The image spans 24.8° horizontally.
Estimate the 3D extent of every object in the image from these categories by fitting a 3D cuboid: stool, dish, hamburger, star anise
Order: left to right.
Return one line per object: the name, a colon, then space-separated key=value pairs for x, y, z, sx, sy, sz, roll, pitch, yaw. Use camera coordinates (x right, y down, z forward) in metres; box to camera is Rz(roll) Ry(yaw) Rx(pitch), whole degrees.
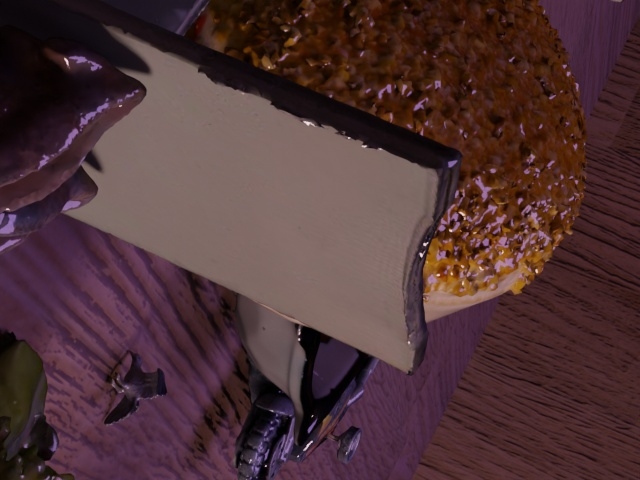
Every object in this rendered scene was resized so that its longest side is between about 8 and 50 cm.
star anise: x=-0.159 y=-0.034 z=0.521 sx=0.212 sy=0.197 sz=0.073 roll=65 pitch=12 yaw=-71
stool: x=-0.019 y=-0.125 z=0.635 sx=0.243 sy=0.270 sz=0.170 roll=-58 pitch=164 yaw=-26
dish: x=0.000 y=0.000 z=1.198 sx=0.303 sy=0.120 sz=0.303 roll=-58 pitch=164 yaw=-28
hamburger: x=0.029 y=-0.084 z=0.856 sx=0.179 sy=0.294 sz=0.276 roll=-42 pitch=-150 yaw=47

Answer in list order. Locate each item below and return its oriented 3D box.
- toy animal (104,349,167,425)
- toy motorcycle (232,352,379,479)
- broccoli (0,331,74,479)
toy animal: x=-0.138 y=0.104 z=1.059 sx=0.028 sy=0.050 sz=0.084 roll=-6 pitch=164 yaw=-39
toy motorcycle: x=-0.007 y=0.133 z=1.427 sx=0.307 sy=0.108 sz=0.173 roll=-35 pitch=141 yaw=-67
broccoli: x=-0.170 y=0.180 z=0.769 sx=0.273 sy=0.180 sz=0.242 roll=-51 pitch=158 yaw=-45
